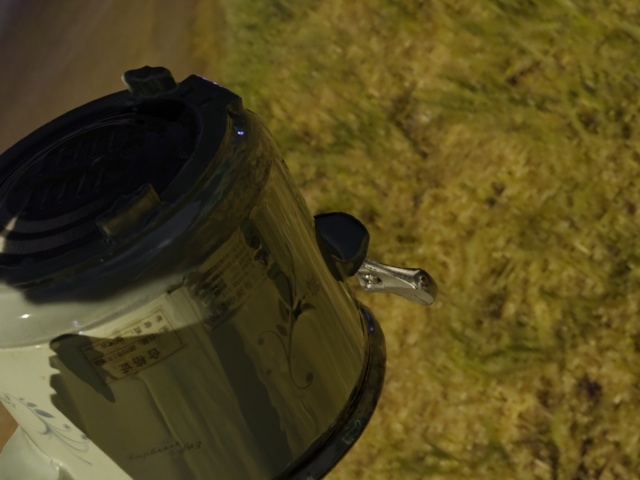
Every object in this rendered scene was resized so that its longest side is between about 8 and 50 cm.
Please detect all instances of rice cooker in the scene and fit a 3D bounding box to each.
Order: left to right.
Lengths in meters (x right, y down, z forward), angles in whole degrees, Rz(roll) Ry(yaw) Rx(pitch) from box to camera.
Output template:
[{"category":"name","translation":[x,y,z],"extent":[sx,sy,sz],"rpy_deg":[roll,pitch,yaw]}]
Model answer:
[{"category":"rice cooker","translation":[-0.103,0.057,0.833],"extent":[0.264,0.316,0.317],"rpy_deg":[28,85,52]}]

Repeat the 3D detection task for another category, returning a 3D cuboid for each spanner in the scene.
[{"category":"spanner","translation":[0.000,0.000,1.339],"extent":[0.093,0.325,0.026],"rpy_deg":[-18,48,56]}]
